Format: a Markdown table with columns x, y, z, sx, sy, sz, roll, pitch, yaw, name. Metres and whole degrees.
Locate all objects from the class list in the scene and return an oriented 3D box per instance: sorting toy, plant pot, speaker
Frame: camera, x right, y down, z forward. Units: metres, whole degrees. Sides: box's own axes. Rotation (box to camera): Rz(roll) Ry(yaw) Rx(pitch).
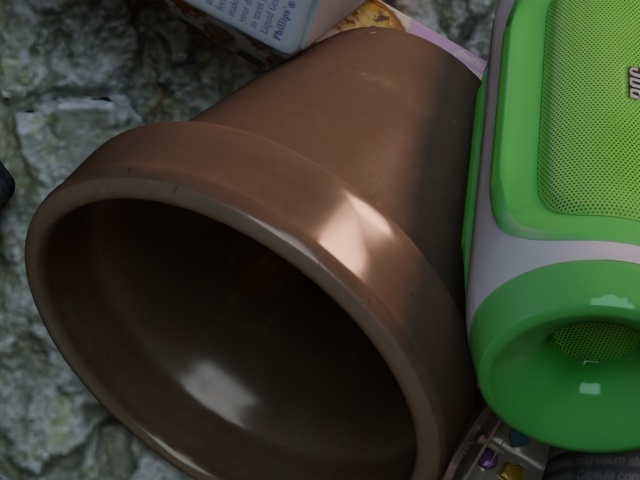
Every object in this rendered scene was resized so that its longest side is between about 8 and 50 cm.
| x | y | z | sx | sy | sz | roll | pitch | yaw | name |
| --- | --- | --- | --- | --- | --- | --- | --- | --- | --- |
| 0.121 | 0.143 | 0.854 | 0.075 | 0.045 | 0.083 | 34 | 71 | 2 | sorting toy |
| 0.000 | 0.000 | 0.813 | 0.263 | 0.263 | 0.229 | 31 | 52 | 8 | plant pot |
| 0.146 | -0.040 | 0.735 | 0.131 | 0.131 | 0.296 | 10 | 47 | 1 | speaker |

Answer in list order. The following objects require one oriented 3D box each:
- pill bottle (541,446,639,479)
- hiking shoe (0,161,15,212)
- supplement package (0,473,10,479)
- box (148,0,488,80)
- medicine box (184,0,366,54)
| x | y | z | sx | sy | sz | roll | pitch | yaw | name |
| --- | --- | --- | --- | --- | --- | --- | --- | --- | --- |
| 0.226 | 0.141 | 0.771 | 0.204 | 0.204 | 0.361 | 18 | 70 | 4 | pill bottle |
| -0.312 | -0.022 | 0.865 | 0.227 | 0.086 | 0.114 | 10 | 66 | 0 | hiking shoe |
| -0.303 | 0.164 | 0.765 | 0.262 | 0.145 | 0.204 | 35 | 71 | 10 | supplement package |
| 0.023 | -0.124 | 0.934 | 0.324 | 0.063 | 0.067 | 32 | 72 | 9 | box |
| -0.064 | -0.279 | 0.877 | 0.289 | 0.149 | 0.263 | 29 | 35 | 10 | medicine box |
